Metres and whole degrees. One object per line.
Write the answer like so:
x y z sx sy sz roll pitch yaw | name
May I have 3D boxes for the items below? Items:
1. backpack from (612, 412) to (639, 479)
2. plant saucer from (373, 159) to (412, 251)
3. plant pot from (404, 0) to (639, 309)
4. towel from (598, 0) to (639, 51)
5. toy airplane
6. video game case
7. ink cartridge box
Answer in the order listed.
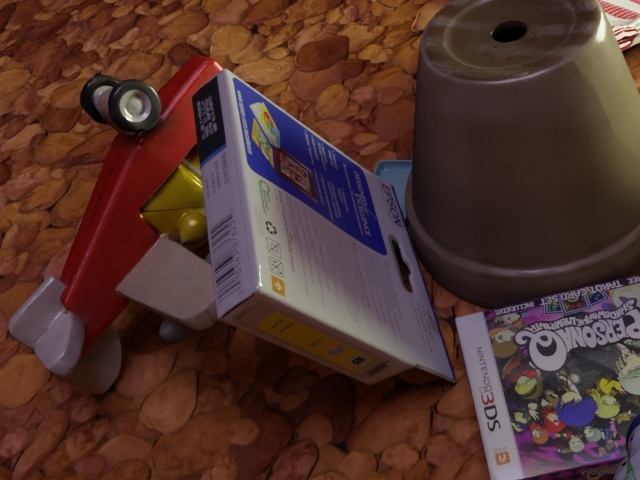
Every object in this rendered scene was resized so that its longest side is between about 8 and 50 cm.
0.347 0.222 0.700 0.263 0.277 0.213 3 44 34 | backpack
0.084 -0.033 1.217 0.067 0.018 0.192 2 50 23 | plant saucer
0.231 -0.129 1.061 0.323 0.280 0.323 -12 43 12 | plant pot
0.366 -0.328 1.301 0.329 0.037 0.237 -25 39 -30 | towel
-0.204 0.013 1.150 0.384 0.272 0.386 -42 41 37 | toy airplane
0.268 0.142 0.953 0.232 0.042 0.210 -14 46 9 | video game case
0.000 0.000 1.023 0.072 0.307 0.304 -34 47 24 | ink cartridge box
